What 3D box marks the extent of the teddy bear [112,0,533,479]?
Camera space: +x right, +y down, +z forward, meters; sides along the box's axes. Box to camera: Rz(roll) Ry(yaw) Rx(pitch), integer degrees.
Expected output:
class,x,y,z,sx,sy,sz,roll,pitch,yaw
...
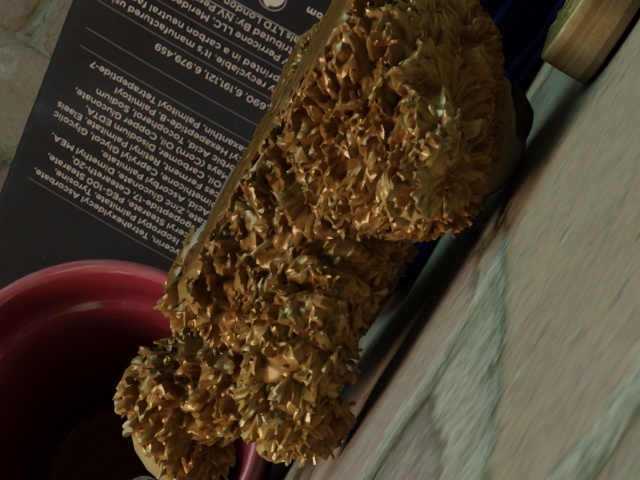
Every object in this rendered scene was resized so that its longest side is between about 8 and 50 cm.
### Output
class,x,y,z,sx,sy,sz,roll,pitch,yaw
teddy bear,0.000,0.000,0.880,0.338,0.113,0.245,-58,11,27

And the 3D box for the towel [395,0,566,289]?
class,x,y,z,sx,sy,sz,roll,pitch,yaw
towel,0.043,-0.047,1.131,0.227,0.076,0.308,-58,2,-17

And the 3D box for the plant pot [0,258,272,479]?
class,x,y,z,sx,sy,sz,roll,pitch,yaw
plant pot,-0.126,0.135,1.094,0.201,0.201,0.180,-59,-13,-18

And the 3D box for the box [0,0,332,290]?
class,x,y,z,sx,sy,sz,roll,pitch,yaw
box,-0.038,-0.168,1.597,0.472,0.297,0.480,-63,-1,38

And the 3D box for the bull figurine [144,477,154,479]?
class,x,y,z,sx,sy,sz,roll,pitch,yaw
bull figurine,-0.265,0.257,1.479,0.188,0.310,0.101,-49,46,12

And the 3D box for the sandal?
class,x,y,z,sx,sy,sz,roll,pitch,yaw
sandal,0.118,-0.152,0.844,0.088,0.079,0.240,-57,2,28
